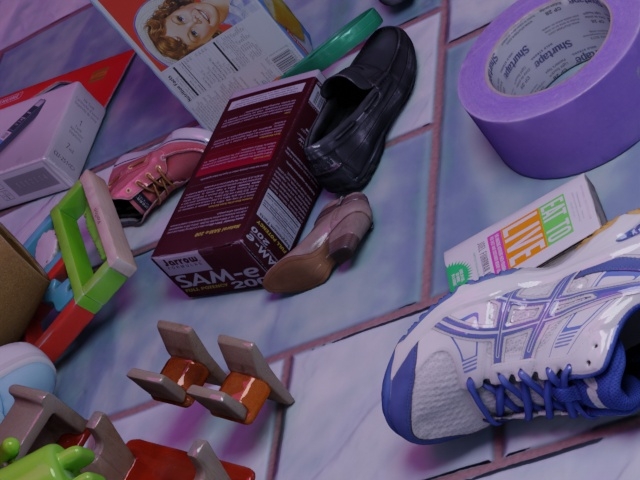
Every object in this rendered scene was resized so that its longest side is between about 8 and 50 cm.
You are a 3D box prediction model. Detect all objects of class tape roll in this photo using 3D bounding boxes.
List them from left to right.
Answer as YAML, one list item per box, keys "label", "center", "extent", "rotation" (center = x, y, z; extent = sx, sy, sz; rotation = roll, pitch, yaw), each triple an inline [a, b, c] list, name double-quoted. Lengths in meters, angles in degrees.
- label: "tape roll"
  center: [0.225, -0.152, 1.380]
  extent: [0.189, 0.080, 0.189]
  rotation: [-27, 36, 22]

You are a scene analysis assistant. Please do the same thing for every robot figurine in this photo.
- label: "robot figurine"
  center: [-0.236, 0.211, 1.245]
  extent: [0.115, 0.067, 0.101]
  rotation: [-28, 75, 4]

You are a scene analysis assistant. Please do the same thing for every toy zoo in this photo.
- label: "toy zoo"
  center: [-0.322, 0.078, 1.669]
  extent: [0.293, 0.030, 0.192]
  rotation: [-48, 34, 13]

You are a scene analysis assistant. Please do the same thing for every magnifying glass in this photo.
- label: "magnifying glass"
  center: [-0.022, -0.184, 1.674]
  extent: [0.231, 0.026, 0.092]
  rotation: [-31, 13, 32]

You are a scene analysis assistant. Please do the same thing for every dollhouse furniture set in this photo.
- label: "dollhouse furniture set"
  center: [-0.174, 0.214, 1.356]
  extent: [0.259, 0.135, 0.262]
  rotation: [9, 58, 36]

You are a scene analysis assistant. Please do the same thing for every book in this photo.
- label: "book"
  center: [0.176, 0.009, 1.293]
  extent: [0.144, 0.035, 0.096]
  rotation: [-31, 31, 17]

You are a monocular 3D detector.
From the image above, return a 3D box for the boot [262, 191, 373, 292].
- label: "boot"
  center: [0.000, 0.000, 1.474]
  extent: [0.118, 0.042, 0.087]
  rotation: [-22, 32, 25]

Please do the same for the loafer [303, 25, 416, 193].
- label: "loafer"
  center: [0.040, -0.148, 1.559]
  extent: [0.076, 0.078, 0.223]
  rotation: [-11, 43, 38]

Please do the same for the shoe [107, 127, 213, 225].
- label: "shoe"
  center: [-0.181, -0.067, 1.710]
  extent: [0.178, 0.063, 0.081]
  rotation: [-15, 43, 42]

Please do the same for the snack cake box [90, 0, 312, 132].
- label: "snack cake box"
  center: [-0.142, -0.263, 1.704]
  extent: [0.152, 0.264, 0.089]
  rotation: [-29, 35, 17]

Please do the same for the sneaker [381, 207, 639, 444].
- label: "sneaker"
  center: [0.177, 0.084, 1.133]
  extent: [0.296, 0.112, 0.131]
  rotation: [-32, 35, 15]

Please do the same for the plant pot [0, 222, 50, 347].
- label: "plant pot"
  center: [-0.413, 0.087, 1.573]
  extent: [0.254, 0.237, 0.237]
  rotation: [-42, 33, -3]

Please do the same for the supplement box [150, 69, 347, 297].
- label: "supplement box"
  center: [-0.068, -0.060, 1.574]
  extent: [0.130, 0.073, 0.239]
  rotation: [-10, 44, 40]

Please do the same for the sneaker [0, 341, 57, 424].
- label: "sneaker"
  center: [-0.354, 0.268, 1.471]
  extent: [0.150, 0.135, 0.366]
  rotation: [26, 66, 27]

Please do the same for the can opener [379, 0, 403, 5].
- label: "can opener"
  center: [0.087, -0.370, 1.768]
  extent: [0.095, 0.076, 0.283]
  rotation: [-29, 34, 17]

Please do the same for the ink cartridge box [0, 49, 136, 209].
- label: "ink cartridge box"
  center: [-0.408, -0.151, 2.025]
  extent: [0.296, 0.066, 0.261]
  rotation: [-14, 43, 34]
